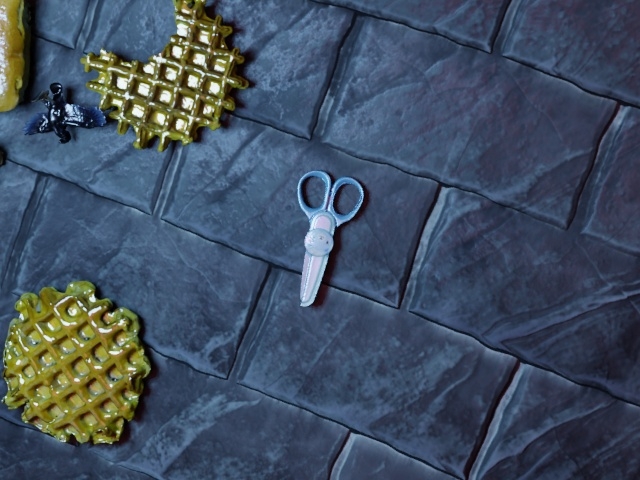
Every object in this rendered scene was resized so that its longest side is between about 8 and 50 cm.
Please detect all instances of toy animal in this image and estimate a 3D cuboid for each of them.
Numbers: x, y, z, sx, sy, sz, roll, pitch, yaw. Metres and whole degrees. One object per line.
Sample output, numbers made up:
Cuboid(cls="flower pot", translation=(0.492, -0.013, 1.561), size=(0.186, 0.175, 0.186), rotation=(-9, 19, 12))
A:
Cuboid(cls="toy animal", translation=(-0.496, -0.238, 1.466), size=(0.220, 0.062, 0.107), rotation=(-4, 124, 31))

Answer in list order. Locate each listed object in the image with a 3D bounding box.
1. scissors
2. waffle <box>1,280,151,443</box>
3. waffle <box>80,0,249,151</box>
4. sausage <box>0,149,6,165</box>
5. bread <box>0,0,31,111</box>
Cuboid(cls="scissors", translation=(0.000, 0.000, 1.449), size=(0.125, 0.030, 0.255), rotation=(12, 93, 6))
Cuboid(cls="waffle", translation=(-0.479, 0.240, 1.517), size=(0.302, 0.068, 0.324), rotation=(12, 98, 7))
Cuboid(cls="waffle", translation=(-0.278, -0.306, 1.446), size=(0.293, 0.069, 0.259), rotation=(-33, 94, 9))
Cuboid(cls="sausage", translation=(-0.760, -0.220, 1.495), size=(0.317, 0.125, 0.117), rotation=(38, 102, 6))
Cuboid(cls="bread", translation=(-0.633, -0.362, 1.461), size=(0.174, 0.121, 0.245), rotation=(8, 94, 8))
